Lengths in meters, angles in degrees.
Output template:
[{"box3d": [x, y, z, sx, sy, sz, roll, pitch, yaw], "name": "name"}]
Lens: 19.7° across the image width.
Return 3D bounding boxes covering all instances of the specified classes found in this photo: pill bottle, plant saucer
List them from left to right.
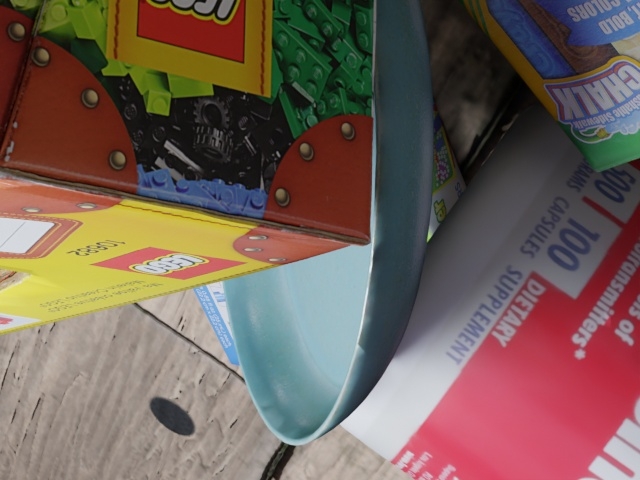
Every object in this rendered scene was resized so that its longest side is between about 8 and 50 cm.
[{"box3d": [-0.001, -0.052, 0.973, 0.044, 0.317, 0.317, -1, 148, -16], "name": "plant saucer"}, {"box3d": [0.227, 0.120, 1.054, 0.408, 0.229, 0.229, 35, 146, 4], "name": "pill bottle"}]

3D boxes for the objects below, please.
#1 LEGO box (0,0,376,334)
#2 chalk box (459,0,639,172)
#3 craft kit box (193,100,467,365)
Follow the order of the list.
[{"box3d": [-0.197, -0.150, 0.964, 0.193, 0.372, 0.500, 11, 165, -36], "name": "LEGO box"}, {"box3d": [0.171, -0.129, 0.899, 0.213, 0.132, 0.132, 50, 144, -16], "name": "chalk box"}, {"box3d": [0.000, 0.000, 1.276, 0.247, 0.061, 0.250, 10, 138, 38], "name": "craft kit box"}]
